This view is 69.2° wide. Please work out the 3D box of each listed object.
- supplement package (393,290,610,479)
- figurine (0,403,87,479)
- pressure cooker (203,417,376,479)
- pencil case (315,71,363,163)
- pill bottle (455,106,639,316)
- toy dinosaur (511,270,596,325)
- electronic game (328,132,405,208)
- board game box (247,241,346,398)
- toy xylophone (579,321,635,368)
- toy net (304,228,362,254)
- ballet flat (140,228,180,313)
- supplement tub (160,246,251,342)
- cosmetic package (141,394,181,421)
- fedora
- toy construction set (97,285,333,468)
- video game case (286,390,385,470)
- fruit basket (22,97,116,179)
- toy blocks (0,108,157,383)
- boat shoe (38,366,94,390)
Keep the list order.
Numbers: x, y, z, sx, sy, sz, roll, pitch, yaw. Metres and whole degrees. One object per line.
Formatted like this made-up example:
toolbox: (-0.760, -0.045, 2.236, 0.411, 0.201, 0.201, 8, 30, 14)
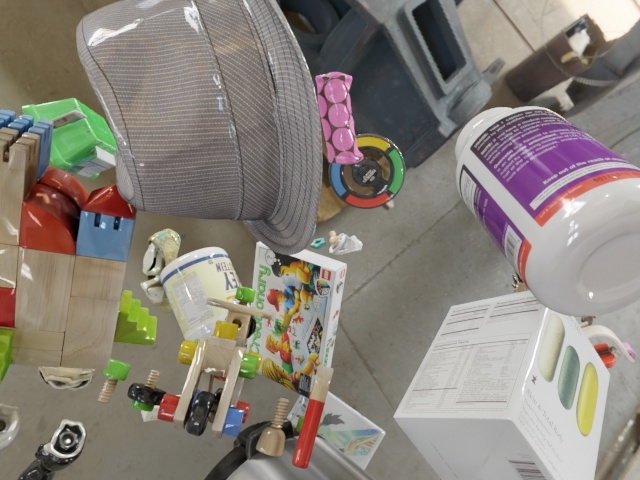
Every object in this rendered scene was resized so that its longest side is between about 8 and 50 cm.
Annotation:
supplement package: (0.291, 0.242, 0.725, 0.199, 0.198, 0.263, 53, 48, -12)
figurine: (-0.653, 0.461, 0.998, 0.214, 0.209, 0.092, 28, 29, -26)
pressure cooker: (-0.041, 0.559, 0.831, 0.375, 0.420, 0.370, 42, 75, -35)
pencil case: (0.047, -0.283, 1.083, 0.098, 0.095, 0.209, -24, 113, -39)
pill bottle: (0.302, -0.065, 0.630, 0.181, 0.182, 0.323, 15, 32, -20)
toy dinosaur: (0.471, 0.067, 0.871, 0.127, 0.295, 0.200, 53, 17, 7)
electronic game: (0.138, -0.203, 1.385, 0.229, 0.229, 0.048, 35, 20, -12)
board game box: (-0.059, 0.167, 0.983, 0.053, 0.192, 0.306, -23, 125, -56)
toy xylophone: (0.583, 0.279, 1.141, 0.236, 0.322, 0.081, -5, 73, -55)
toy net: (0.000, 0.000, 1.199, 0.122, 0.232, 0.045, -42, 125, -34)
ballet flat: (-0.577, 0.122, 1.645, 0.123, 0.349, 0.123, 13, 26, -6)
supplement tub: (-0.362, 0.211, 1.532, 0.235, 0.235, 0.325, -21, 75, -28)
cosmetic package: (-0.490, 0.521, 1.445, 0.115, 0.041, 0.060, 10, 114, -42)
fedora: (-0.115, -0.104, 0.380, 0.124, 0.244, 0.275, -16, 57, -21)
toy construction set: (-0.119, 0.188, 0.742, 0.308, 0.257, 0.237, 10, 71, 24)
video game case: (0.002, 0.679, 1.513, 0.299, 0.036, 0.329, 30, 85, 21)
fruit basket: (-0.673, -0.183, 1.111, 0.353, 0.327, 0.165, -34, 94, -5)
toy blocks: (-0.341, -0.013, 0.462, 0.381, 0.191, 0.261, 11, 114, -21)
boat shoe: (-0.489, 0.231, 0.891, 0.113, 0.302, 0.103, 15, 64, -17)
